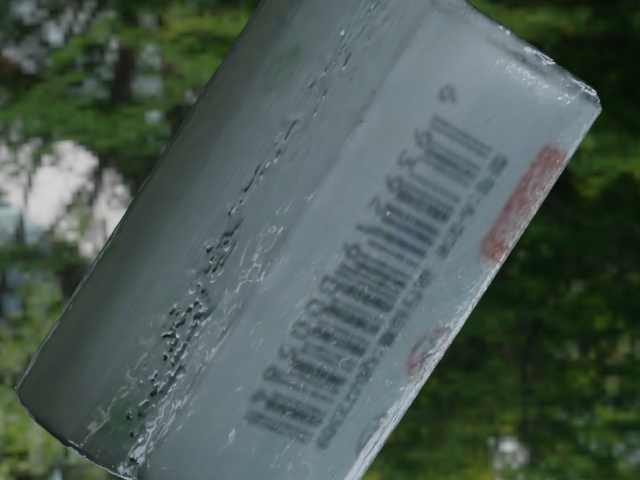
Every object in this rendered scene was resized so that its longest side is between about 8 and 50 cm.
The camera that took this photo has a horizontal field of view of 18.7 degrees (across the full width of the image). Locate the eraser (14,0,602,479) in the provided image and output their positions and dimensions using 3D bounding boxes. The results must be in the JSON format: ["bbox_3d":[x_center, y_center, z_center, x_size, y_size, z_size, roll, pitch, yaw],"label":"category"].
[{"bbox_3d":[0.000,0.000,0.794,0.174,0.227,0.081,28,-172,-43],"label":"eraser"}]
